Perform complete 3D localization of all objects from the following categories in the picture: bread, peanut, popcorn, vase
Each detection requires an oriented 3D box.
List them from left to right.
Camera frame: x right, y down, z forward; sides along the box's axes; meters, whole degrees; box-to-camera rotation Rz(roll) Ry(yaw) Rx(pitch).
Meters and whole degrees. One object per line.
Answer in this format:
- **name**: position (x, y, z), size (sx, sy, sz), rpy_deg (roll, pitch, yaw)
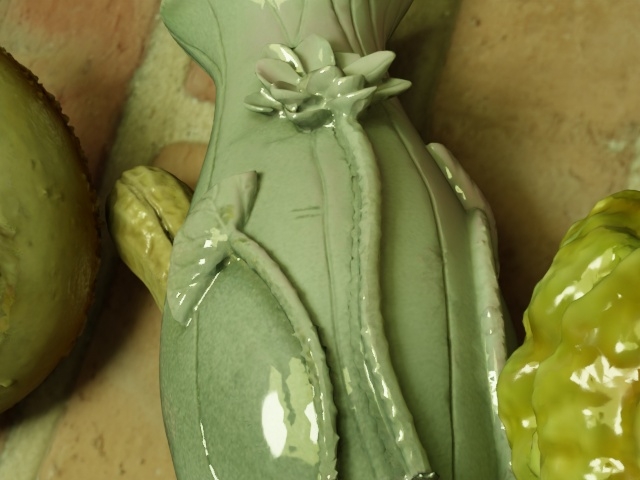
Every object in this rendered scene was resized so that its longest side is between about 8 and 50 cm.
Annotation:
- **bread**: position (-0.245, 0.000, 1.467), size (0.192, 0.171, 0.314), rpy_deg (23, 113, 31)
- **peanut**: position (-0.100, 0.019, 1.462), size (0.080, 0.080, 0.174), rpy_deg (-39, 61, 11)
- **vase**: position (0.000, 0.000, 1.320), size (0.250, 0.250, 0.445), rpy_deg (-21, 57, 22)
- **popcorn**: position (0.228, 0.099, 1.120), size (0.274, 0.279, 0.335), rpy_deg (-32, 68, 38)
